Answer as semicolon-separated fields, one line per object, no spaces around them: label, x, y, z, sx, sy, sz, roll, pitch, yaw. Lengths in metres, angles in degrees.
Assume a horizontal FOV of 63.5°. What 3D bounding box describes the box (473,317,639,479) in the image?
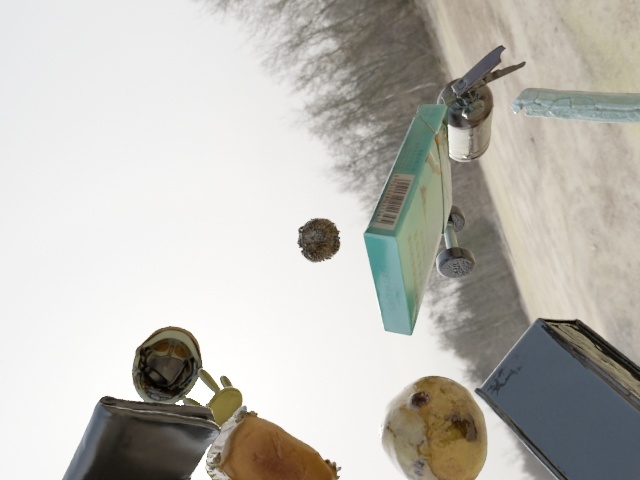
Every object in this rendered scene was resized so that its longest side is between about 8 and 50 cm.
box;0.513;0.326;0.958;0.251;0.204;0.345;11;-153;-47

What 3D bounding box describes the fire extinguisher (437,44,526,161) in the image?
fire extinguisher;0.211;-0.190;0.715;0.075;0.106;0.252;45;-175;18

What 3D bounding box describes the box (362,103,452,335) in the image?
box;0.112;-0.029;0.605;0.162;0.041;0.229;74;-147;-43

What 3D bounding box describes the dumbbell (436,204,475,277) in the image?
dumbbell;0.357;0.001;1.414;0.100;0.100;0.191;53;-153;-43

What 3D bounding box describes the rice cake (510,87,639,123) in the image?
rice cake;0.616;-0.318;1.211;0.066;0.336;0.063;-48;-48;-26

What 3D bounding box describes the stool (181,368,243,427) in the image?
stool;-0.272;0.405;1.327;0.135;0.110;0.134;-26;-56;-36

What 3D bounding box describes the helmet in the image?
helmet;-0.450;0.372;1.502;0.198;0.130;0.224;21;-122;-16

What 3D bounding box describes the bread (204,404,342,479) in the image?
bread;-0.086;0.424;0.956;0.241;0.107;0.136;39;-124;-14

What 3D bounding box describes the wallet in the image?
wallet;-0.306;0.395;0.789;0.197;0.378;0.051;20;-162;-34

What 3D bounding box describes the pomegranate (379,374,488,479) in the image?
pomegranate;0.293;0.489;1.323;0.281;0.281;0.281;57;-159;-36

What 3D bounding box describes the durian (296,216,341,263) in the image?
durian;0.000;0.000;0.876;0.080;0.091;0.080;-3;-86;-44
